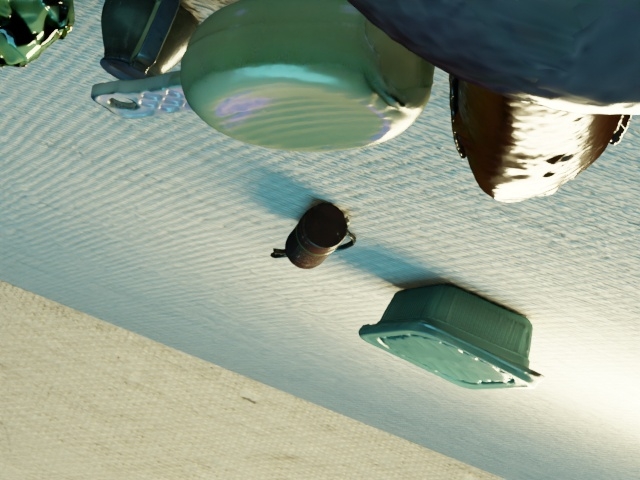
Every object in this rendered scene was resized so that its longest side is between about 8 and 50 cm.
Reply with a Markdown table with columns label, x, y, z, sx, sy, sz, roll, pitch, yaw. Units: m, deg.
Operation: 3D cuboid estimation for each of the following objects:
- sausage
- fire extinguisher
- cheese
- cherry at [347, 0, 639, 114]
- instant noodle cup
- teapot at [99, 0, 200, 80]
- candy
| label | x | y | z | sx | sy | sz | roll | pitch | yaw |
| --- | --- | --- | --- | --- | --- | --- | --- | --- | --- |
| sausage | 0.110 | -0.092 | 0.761 | 0.102 | 0.102 | 0.330 | 18 | 169 | 7 |
| fire extinguisher | 0.000 | 0.000 | 1.463 | 0.078 | 0.045 | 0.157 | -1 | 169 | -9 |
| cheese | -0.045 | -0.098 | 0.951 | 0.227 | 0.064 | 0.137 | -5 | 157 | 30 |
| cherry | 0.075 | -0.140 | 0.387 | 0.266 | 0.184 | 0.213 | 23 | 129 | -4 |
| instant noodle cup | 0.140 | 0.098 | 1.601 | 0.157 | 0.070 | 0.179 | 25 | 167 | -17 |
| teapot | -0.115 | -0.135 | 1.017 | 0.066 | 0.057 | 0.088 | 23 | 167 | -18 |
| candy | -0.202 | -0.194 | 0.913 | 0.091 | 0.083 | 0.305 | -19 | 161 | -11 |
